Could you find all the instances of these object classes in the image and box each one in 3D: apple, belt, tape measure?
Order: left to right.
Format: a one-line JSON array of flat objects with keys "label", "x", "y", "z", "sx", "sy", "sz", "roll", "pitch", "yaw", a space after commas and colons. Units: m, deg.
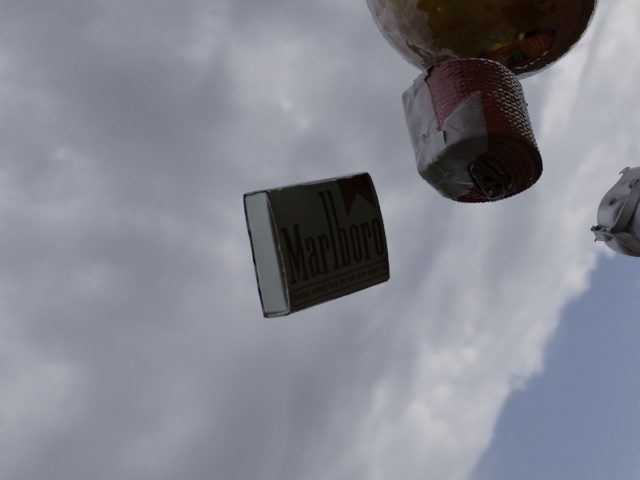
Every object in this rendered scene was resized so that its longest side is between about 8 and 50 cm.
[{"label": "apple", "x": 0.242, "y": -0.430, "z": 1.711, "sx": 0.400, "sy": 0.334, "sz": 0.400, "roll": 28, "pitch": -125, "yaw": -48}, {"label": "belt", "x": 0.174, "y": -0.110, "z": 1.224, "sx": 0.201, "sy": 0.128, "sz": 0.124, "roll": 33, "pitch": -138, "yaw": -59}, {"label": "tape measure", "x": 0.476, "y": -0.048, "z": 1.458, "sx": 0.236, "sy": 0.197, "sz": 0.120, "roll": -32, "pitch": -72, "yaw": -54}]

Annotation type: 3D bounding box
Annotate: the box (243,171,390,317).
[{"label": "box", "x": 0.000, "y": 0.000, "z": 1.031, "sx": 0.177, "sy": 0.036, "sz": 0.115, "roll": -16, "pitch": -85, "yaw": -55}]
